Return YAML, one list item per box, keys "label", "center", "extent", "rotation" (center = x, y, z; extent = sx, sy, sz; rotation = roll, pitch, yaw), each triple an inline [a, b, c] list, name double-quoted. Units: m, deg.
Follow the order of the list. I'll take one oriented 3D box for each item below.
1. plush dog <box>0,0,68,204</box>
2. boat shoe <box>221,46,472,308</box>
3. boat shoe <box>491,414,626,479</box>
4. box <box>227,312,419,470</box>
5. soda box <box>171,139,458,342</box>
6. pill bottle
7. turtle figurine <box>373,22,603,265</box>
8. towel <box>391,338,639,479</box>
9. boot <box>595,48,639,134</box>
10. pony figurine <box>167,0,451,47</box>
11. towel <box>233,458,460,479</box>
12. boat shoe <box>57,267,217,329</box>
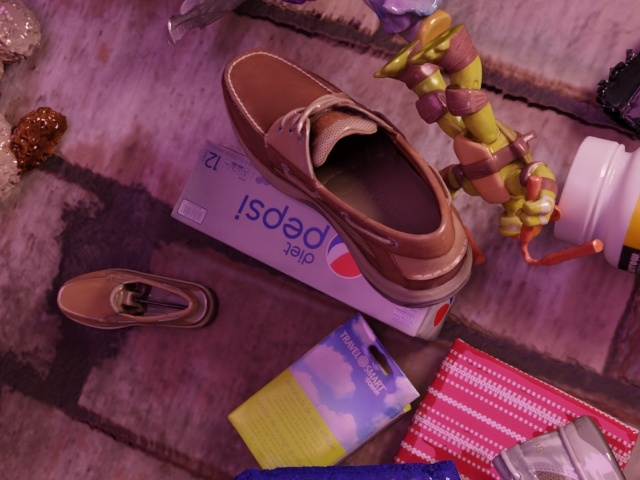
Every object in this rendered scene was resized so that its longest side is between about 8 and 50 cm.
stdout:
- label: "plush dog"
  center: [-0.426, -0.136, 1.137]
  extent: [0.262, 0.210, 0.225]
  rotation: [-27, 102, 16]
- label: "boat shoe"
  center: [0.020, -0.083, 0.909]
  extent: [0.123, 0.116, 0.324]
  rotation: [-39, 63, -14]
- label: "boat shoe"
  center: [0.255, 0.314, 0.858]
  extent: [0.103, 0.118, 0.320]
  rotation: [-23, 86, 10]
- label: "box"
  center: [0.006, 0.168, 1.012]
  extent: [0.178, 0.042, 0.109]
  rotation: [-40, 74, 11]
- label: "soda box"
  center: [0.000, 0.000, 1.004]
  extent: [0.286, 0.098, 0.091]
  rotation: [26, 90, 19]
- label: "pill bottle"
  center: [0.323, -0.018, 0.884]
  extent: [0.209, 0.119, 0.119]
  rotation: [18, 90, 20]
- label: "turtle figurine"
  center: [0.147, -0.078, 0.866]
  extent: [0.087, 0.269, 0.217]
  rotation: [-35, 104, -7]
- label: "towel"
  center: [0.156, 0.259, 0.957]
  extent: [0.199, 0.031, 0.274]
  rotation: [26, 92, 20]
- label: "boot"
  center: [0.328, -0.139, 0.936]
  extent: [0.121, 0.045, 0.099]
  rotation: [43, 96, 25]
- label: "pony figurine"
  center: [0.008, -0.338, 0.978]
  extent: [0.363, 0.303, 0.351]
  rotation: [38, 64, 22]
- label: "towel"
  center: [0.042, 0.357, 0.937]
  extent: [0.228, 0.076, 0.308]
  rotation: [-6, 94, 19]
- label: "boat shoe"
  center: [-0.210, 0.062, 1.083]
  extent: [0.190, 0.072, 0.068]
  rotation: [-2, 83, 19]
